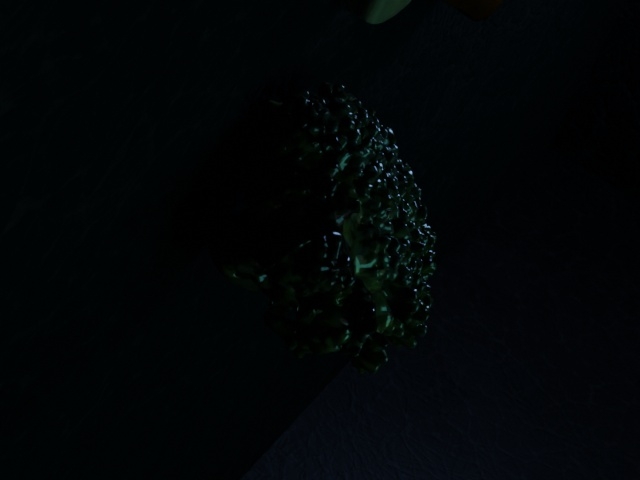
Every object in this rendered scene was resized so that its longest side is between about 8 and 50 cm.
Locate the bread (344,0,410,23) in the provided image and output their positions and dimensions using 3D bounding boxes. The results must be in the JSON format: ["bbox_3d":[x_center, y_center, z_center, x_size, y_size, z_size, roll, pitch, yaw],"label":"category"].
[{"bbox_3d":[0.100,-0.352,1.800,0.139,0.060,0.178,-42,160,-57],"label":"bread"}]

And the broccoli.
[{"bbox_3d":[0.021,-0.011,1.835,0.272,0.324,0.334,-49,158,10],"label":"broccoli"}]

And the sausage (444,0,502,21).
[{"bbox_3d":[0.202,-0.364,2.126,0.089,0.083,0.300,-47,169,13],"label":"sausage"}]
